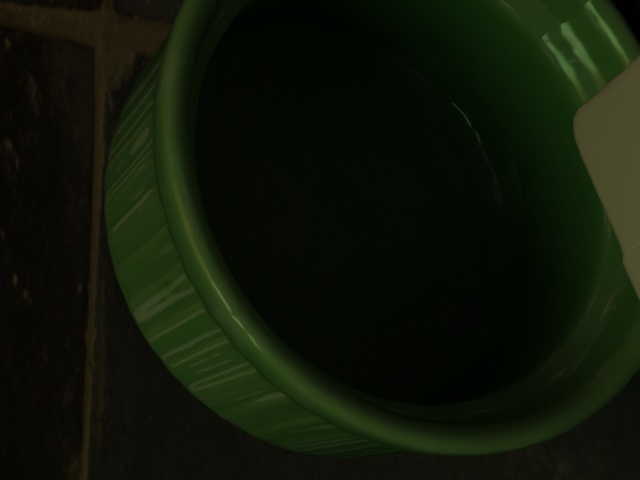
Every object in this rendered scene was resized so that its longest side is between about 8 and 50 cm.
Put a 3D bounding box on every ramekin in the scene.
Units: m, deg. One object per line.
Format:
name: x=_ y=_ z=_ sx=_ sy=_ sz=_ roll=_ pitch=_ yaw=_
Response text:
ramekin: x=0.032 y=-0.026 z=0.864 sx=0.148 sy=0.303 sz=0.303 roll=-30 pitch=68 yaw=59

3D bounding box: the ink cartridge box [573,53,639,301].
ink cartridge box: x=0.266 y=0.045 z=0.684 sx=0.207 sy=0.119 sz=0.353 roll=-44 pitch=59 yaw=47
